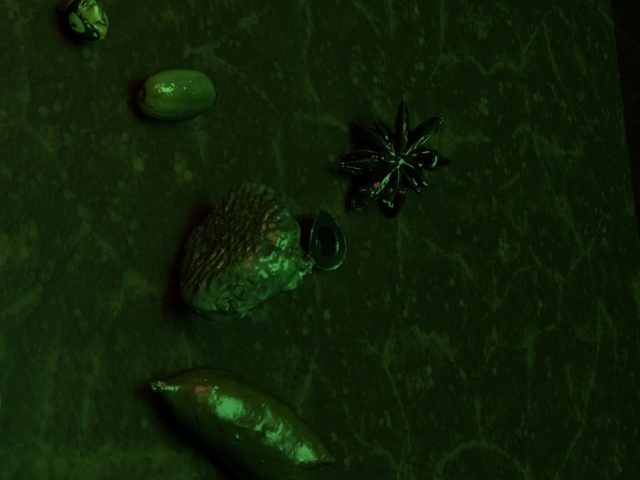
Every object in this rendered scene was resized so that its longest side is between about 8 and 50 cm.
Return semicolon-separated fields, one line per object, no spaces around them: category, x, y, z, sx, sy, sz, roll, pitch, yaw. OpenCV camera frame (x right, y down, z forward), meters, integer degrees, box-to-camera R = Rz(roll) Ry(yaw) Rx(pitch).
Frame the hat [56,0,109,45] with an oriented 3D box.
hat;-0.392;-0.361;1.924;0.077;0.059;0.076;49;32;-36

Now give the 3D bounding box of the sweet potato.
sweet potato;-0.136;0.309;1.983;0.369;0.158;0.158;45;50;-26

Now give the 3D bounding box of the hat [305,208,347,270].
hat;0.000;0.000;2.286;0.121;0.050;0.121;8;80;-49

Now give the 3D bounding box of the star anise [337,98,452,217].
star anise;0.151;-0.168;2.428;0.212;0.129;0.283;44;84;-19

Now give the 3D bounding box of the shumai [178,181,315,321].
shumai;-0.110;0.054;2.027;0.222;0.225;0.261;53;45;-35

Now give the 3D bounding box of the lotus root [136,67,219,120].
lotus root;-0.241;-0.255;2.045;0.183;0.090;0.077;-7;46;-50
